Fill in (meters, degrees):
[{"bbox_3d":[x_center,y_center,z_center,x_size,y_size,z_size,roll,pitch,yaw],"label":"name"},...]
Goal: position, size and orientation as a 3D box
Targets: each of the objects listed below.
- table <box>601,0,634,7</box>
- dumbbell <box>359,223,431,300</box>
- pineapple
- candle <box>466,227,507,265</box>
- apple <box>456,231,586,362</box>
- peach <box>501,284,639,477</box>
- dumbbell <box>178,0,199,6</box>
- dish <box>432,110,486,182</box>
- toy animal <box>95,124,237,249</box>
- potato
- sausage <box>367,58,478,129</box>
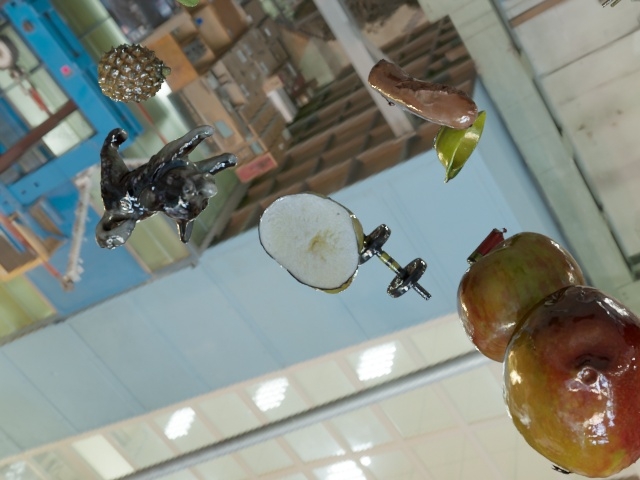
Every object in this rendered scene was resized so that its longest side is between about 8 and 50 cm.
[{"bbox_3d":[0.693,-0.668,1.836,0.111,0.240,0.122,-26,177,40],"label":"table"},{"bbox_3d":[0.197,0.060,2.222,0.143,0.325,0.143,-46,-172,8],"label":"dumbbell"},{"bbox_3d":[-0.485,-0.443,2.039,0.193,0.166,0.166,-2,-151,9],"label":"pineapple"},{"bbox_3d":[0.431,0.017,1.968,0.130,0.052,0.052,-49,-156,-8],"label":"candle"},{"bbox_3d":[0.448,0.119,1.752,0.302,0.301,0.301,-29,-158,13],"label":"apple"},{"bbox_3d":[0.495,0.260,1.459,0.290,0.372,0.372,15,-131,33],"label":"peach"},{"bbox_3d":[-0.282,-0.727,1.894,0.302,0.108,0.121,-54,-153,16],"label":"dumbbell"},{"bbox_3d":[0.345,-0.255,1.988,0.207,0.080,0.149,-60,157,6],"label":"dish"},{"bbox_3d":[-0.392,-0.111,1.885,0.344,0.194,0.302,1,-116,31],"label":"toy animal"},{"bbox_3d":[0.000,0.000,2.091,0.246,0.300,0.196,-55,164,10],"label":"potato"},{"bbox_3d":[0.171,-0.258,1.365,0.078,0.078,0.304,-37,-147,-6],"label":"sausage"}]
